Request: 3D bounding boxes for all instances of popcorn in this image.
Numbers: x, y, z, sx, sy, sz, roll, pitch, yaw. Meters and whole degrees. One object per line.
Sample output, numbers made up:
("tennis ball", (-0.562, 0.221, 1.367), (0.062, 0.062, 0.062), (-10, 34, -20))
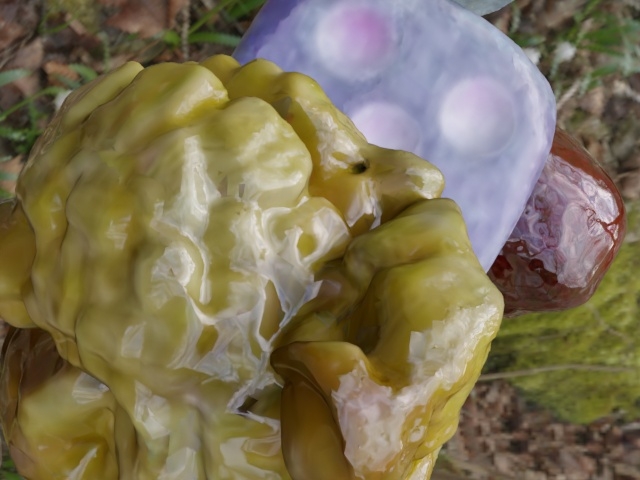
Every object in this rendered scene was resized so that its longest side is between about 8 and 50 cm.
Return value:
("popcorn", (-0.039, 0.034, 0.605), (0.225, 0.332, 0.265), (-19, 98, -30))

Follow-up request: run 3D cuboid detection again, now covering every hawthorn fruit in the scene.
("hawthorn fruit", (0.280, -0.039, 1.784), (0.324, 0.308, 0.308), (23, 70, -11))

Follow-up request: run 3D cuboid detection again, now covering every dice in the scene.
("dice", (0.028, -0.076, 1.075), (0.270, 0.270, 0.271), (31, 85, -7))

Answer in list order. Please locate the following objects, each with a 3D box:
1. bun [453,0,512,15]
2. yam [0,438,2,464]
("bun", (0.167, -0.465, 1.627), (0.194, 0.354, 0.355), (20, 67, -64))
("yam", (-0.341, 0.095, 1.130), (0.046, 0.046, 0.264), (-11, 84, -31))
